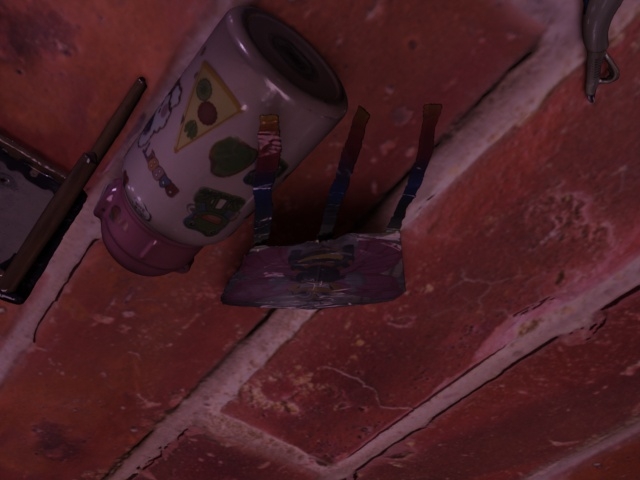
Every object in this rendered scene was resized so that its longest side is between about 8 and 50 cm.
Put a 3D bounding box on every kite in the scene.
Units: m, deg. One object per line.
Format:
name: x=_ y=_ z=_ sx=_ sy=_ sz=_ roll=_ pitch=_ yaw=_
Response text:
kite: x=0.000 y=0.003 z=0.537 sx=0.204 sy=0.022 sz=0.360 roll=-2 pitch=153 yaw=-5

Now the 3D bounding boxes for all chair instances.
chair: x=-0.288 y=-0.046 z=0.496 sx=0.166 sy=0.188 sz=0.272 roll=33 pitch=119 yaw=-21

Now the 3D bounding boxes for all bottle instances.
bottle: x=-0.100 y=-0.065 z=0.513 sx=0.120 sy=0.120 sz=0.253 roll=35 pitch=121 yaw=-23

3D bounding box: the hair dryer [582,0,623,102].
hair dryer: x=0.180 y=-0.203 z=0.452 sx=0.167 sy=0.067 sz=0.199 roll=16 pitch=142 yaw=1
